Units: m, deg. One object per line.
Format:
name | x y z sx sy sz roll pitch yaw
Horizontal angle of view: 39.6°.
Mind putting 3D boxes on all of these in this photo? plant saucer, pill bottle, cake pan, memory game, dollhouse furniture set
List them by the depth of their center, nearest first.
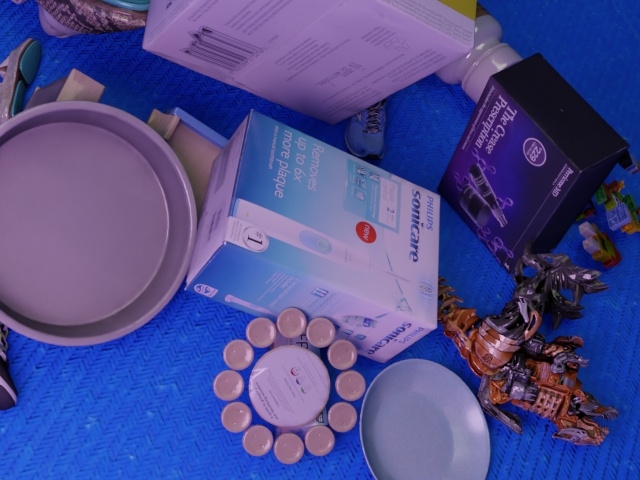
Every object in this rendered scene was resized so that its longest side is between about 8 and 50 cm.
memory game | -0.036 0.175 1.067 0.186 0.012 0.186 1 87 -12
cake pan | -0.295 -0.021 1.077 0.293 0.054 0.293 -1 92 -31
plant saucer | 0.125 0.247 1.114 0.195 0.037 0.195 12 64 -26
dollhouse furniture set | -0.286 -0.047 1.228 0.303 0.198 0.286 30 77 -27
pill bottle | 0.225 -0.335 1.471 0.131 0.131 0.229 -29 68 -26

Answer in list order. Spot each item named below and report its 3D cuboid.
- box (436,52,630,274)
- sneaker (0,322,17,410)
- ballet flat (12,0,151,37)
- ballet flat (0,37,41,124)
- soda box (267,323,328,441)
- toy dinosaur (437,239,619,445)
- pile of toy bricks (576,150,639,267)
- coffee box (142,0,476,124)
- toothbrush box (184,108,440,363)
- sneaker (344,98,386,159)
box | 0.288 -0.101 1.255 0.103 0.261 0.184 -29 67 -26
sneaker | -0.416 0.097 1.097 0.097 0.084 0.234 -28 67 -27
ballet flat | -0.437 -0.432 1.380 0.483 0.182 0.164 40 42 10
ballet flat | -0.462 -0.240 1.323 0.052 0.057 0.168 4 56 3
soda box | -0.033 0.163 1.145 0.063 0.058 0.183 1 58 -11
toy dinosaur | 0.264 0.125 1.183 0.322 0.164 0.218 44 75 -7
pile of toy bricks | 0.456 -0.058 1.369 0.105 0.118 0.212 31 40 -30
coffee box | -0.008 -0.410 1.243 0.338 0.338 0.334 17 69 -31
toothbrush box | 0.000 0.000 1.142 0.296 0.126 0.216 24 51 -20
sneaker | 0.073 -0.197 1.387 0.063 0.073 0.162 3 57 -10
